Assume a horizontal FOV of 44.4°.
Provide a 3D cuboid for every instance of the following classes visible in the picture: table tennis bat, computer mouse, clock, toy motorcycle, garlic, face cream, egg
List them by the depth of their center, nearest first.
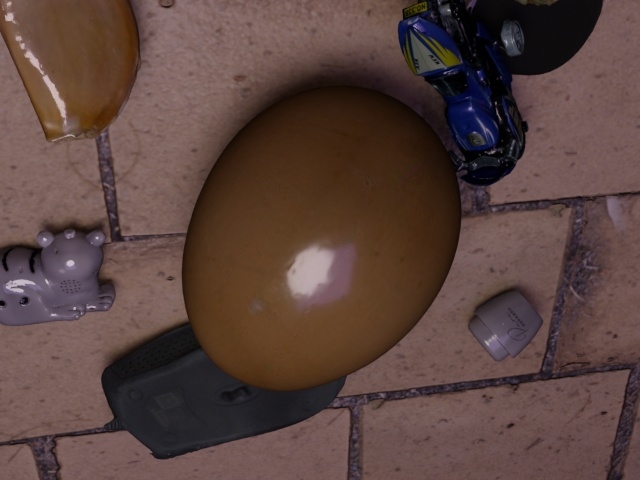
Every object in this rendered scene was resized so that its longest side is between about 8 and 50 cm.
[{"bbox_3d":[-0.280,-0.225,0.822,0.145,0.164,0.245,-2,132,14],"label":"garlic"},{"bbox_3d":[0.000,0.000,0.921,0.301,0.301,0.374,27,88,-24],"label":"egg"},{"bbox_3d":[0.180,-0.173,0.931,0.113,0.169,0.315,-7,143,34],"label":"toy motorcycle"},{"bbox_3d":[0.211,-0.300,0.961,0.301,0.022,0.174,13,117,-19],"label":"table tennis bat"},{"bbox_3d":[-0.362,0.040,1.015,0.176,0.080,0.117,-6,122,-9],"label":"clock"},{"bbox_3d":[-0.142,0.196,1.129,0.370,0.122,0.188,-20,119,9],"label":"computer mouse"},{"bbox_3d":[0.280,0.128,1.189,0.095,0.091,0.091,-40,120,4],"label":"face cream"}]

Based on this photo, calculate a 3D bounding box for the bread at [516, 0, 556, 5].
[{"bbox_3d":[0.206,-0.361,0.862,0.196,0.102,0.138,27,95,-15],"label":"bread"}]
